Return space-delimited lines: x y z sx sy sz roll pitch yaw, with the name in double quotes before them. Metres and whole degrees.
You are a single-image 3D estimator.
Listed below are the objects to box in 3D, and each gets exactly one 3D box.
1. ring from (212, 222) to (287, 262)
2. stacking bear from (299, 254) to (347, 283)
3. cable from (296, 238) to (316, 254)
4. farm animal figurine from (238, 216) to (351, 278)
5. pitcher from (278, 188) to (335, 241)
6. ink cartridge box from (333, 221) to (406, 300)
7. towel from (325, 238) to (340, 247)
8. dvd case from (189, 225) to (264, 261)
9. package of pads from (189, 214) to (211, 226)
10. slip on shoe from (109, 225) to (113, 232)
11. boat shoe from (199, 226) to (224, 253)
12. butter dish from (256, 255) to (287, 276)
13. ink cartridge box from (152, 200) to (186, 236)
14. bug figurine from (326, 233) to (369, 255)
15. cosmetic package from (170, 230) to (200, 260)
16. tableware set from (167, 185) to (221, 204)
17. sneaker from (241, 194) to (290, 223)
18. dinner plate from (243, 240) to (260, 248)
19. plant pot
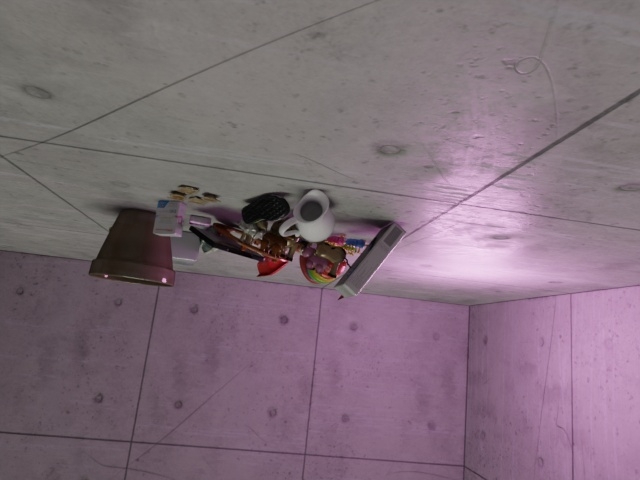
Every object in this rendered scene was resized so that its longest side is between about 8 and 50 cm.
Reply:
"ring" -0.278 0.014 1.841 0.337 0.032 0.336 25 -176 -2
"stacking bear" 0.027 0.112 2.105 0.176 0.164 0.289 0 172 -18
"cable" -0.141 0.034 2.068 0.287 0.072 0.139 -2 168 41
"farm animal figurine" -0.086 -0.008 1.645 0.330 0.172 0.327 23 178 -39
"pitcher" -0.042 -0.055 1.431 0.178 0.125 0.207 -34 164 -3
"ink cartridge box" 0.162 0.083 1.684 0.066 0.296 0.261 42 163 -2
"towel" 0.000 0.000 2.005 0.102 0.021 0.237 5 170 31
"dvd case" -0.352 0.014 1.750 0.180 0.022 0.253 29 -176 41
"package of pads" -0.482 -0.077 1.845 0.083 0.031 0.050 10 165 -17
"slip on shoe" -0.936 -0.043 2.199 0.135 0.051 0.041 2 -179 -12
"boat shoe" -0.499 -0.007 2.105 0.099 0.116 0.319 55 161 -11
"butter dish" -0.273 0.114 2.460 0.160 0.118 0.160 -37 -166 -36
"ink cartridge box" -0.542 -0.077 1.655 0.089 0.122 0.052 3 167 14
"bug figurine" 0.143 0.023 1.908 0.216 0.072 0.279 6 174 31
"cosmetic package" -0.711 0.033 2.223 0.224 0.138 0.225 10 166 -19
"tableware set" -0.423 -0.144 1.530 0.141 0.020 0.169 15 165 -37
"sneaker" -0.164 -0.106 1.505 0.097 0.084 0.235 -14 -173 -43
"dinner plate" -0.337 0.020 2.260 0.141 0.017 0.141 6 167 1
"plant pot" -0.744 0.030 1.878 0.323 0.280 0.323 5 168 1
